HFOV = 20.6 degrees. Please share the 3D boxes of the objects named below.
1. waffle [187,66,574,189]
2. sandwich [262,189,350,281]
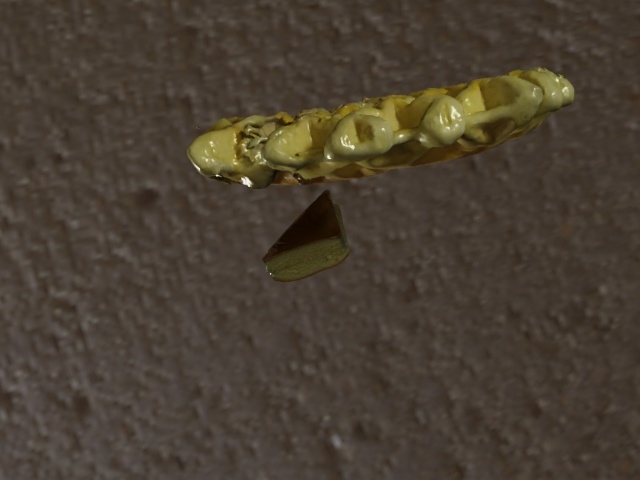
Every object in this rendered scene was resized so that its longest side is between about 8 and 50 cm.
[{"bbox_3d":[0.042,-0.072,1.161,0.250,0.261,0.056,-9,92,3],"label":"waffle"},{"bbox_3d":[0.000,0.000,1.225,0.044,0.083,0.031,16,142,37],"label":"sandwich"}]
